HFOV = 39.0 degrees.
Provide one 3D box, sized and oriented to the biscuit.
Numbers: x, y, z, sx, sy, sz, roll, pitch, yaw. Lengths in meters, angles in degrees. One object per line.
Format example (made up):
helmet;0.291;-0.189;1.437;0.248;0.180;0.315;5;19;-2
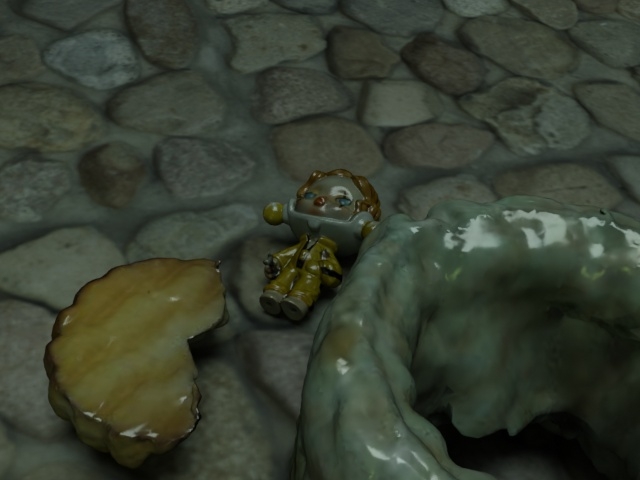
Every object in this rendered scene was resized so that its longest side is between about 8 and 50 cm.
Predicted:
biscuit;-0.126;0.079;0.623;0.118;0.061;0.183;6;39;2

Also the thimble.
thimble;0.113;0.118;0.509;0.292;0.195;0.291;5;42;-4

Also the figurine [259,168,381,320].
figurine;0.004;0.002;0.728;0.101;0.068;0.143;-7;46;8
